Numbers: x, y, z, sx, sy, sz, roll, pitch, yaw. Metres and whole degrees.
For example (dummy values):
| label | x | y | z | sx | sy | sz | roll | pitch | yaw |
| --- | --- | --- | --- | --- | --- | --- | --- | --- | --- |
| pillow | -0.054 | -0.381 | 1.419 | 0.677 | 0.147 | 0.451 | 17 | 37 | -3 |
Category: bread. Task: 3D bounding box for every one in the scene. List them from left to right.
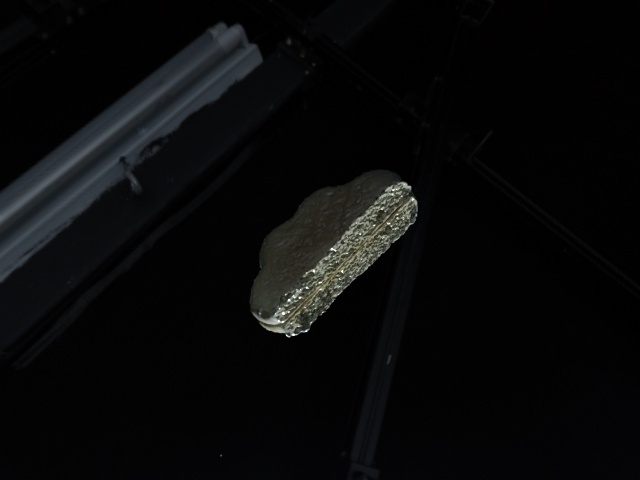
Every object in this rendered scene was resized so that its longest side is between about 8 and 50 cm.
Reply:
| label | x | y | z | sx | sy | sz | roll | pitch | yaw |
| --- | --- | --- | --- | --- | --- | --- | --- | --- | --- |
| bread | 0.004 | 0.004 | 0.923 | 0.337 | 0.183 | 0.102 | -44 | -55 | -12 |
